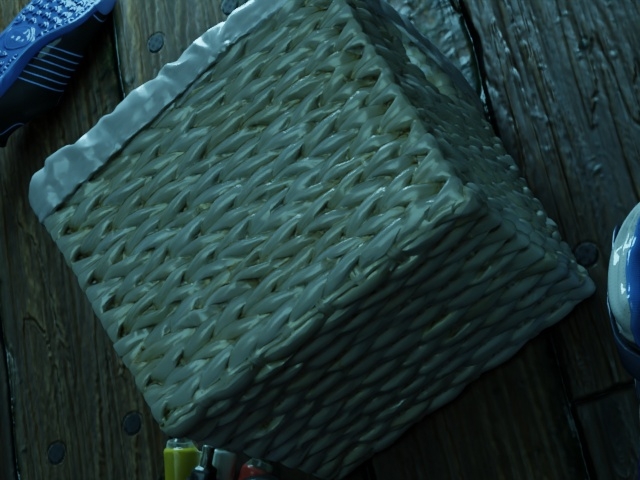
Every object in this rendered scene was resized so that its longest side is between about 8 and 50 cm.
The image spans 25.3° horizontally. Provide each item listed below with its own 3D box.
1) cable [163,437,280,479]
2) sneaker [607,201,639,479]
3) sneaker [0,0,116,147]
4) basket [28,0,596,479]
[{"bbox_3d":[-0.106,0.311,1.339,0.139,0.072,0.287,12,92,16],"label":"cable"},{"bbox_3d":[0.270,0.121,1.050,0.130,0.236,0.323,-4,71,30],"label":"sneaker"},{"bbox_3d":[-0.314,-0.205,1.617,0.232,0.090,0.081,-44,53,-15],"label":"sneaker"},{"bbox_3d":[0.000,0.000,1.203,0.331,0.328,0.266,-37,60,15],"label":"basket"}]
